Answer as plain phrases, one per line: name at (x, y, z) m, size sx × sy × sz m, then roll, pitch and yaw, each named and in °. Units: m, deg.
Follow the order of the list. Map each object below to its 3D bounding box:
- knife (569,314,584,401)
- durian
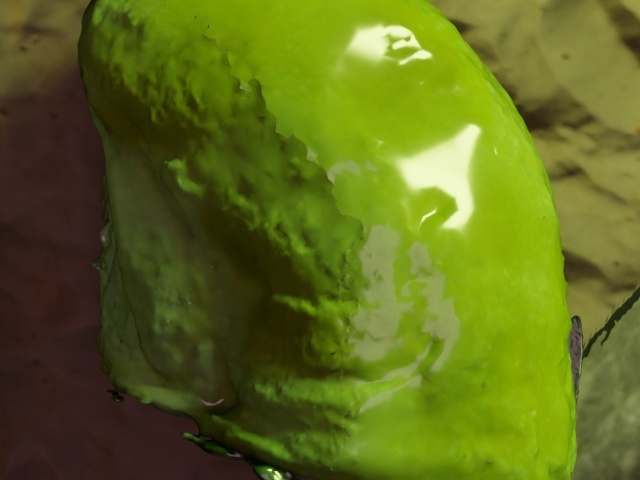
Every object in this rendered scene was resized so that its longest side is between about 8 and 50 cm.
knife at (0.127, 0.125, 0.999) m, size 0.023 × 0.010 × 0.170 m, roll 11°, pitch 97°, yaw -1°
durian at (0.000, 0.000, 0.888) m, size 0.256 × 0.204 × 0.340 m, roll 0°, pitch 101°, yaw 13°
